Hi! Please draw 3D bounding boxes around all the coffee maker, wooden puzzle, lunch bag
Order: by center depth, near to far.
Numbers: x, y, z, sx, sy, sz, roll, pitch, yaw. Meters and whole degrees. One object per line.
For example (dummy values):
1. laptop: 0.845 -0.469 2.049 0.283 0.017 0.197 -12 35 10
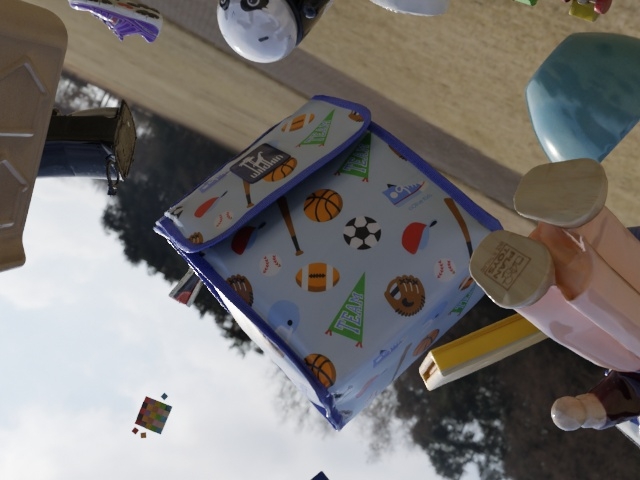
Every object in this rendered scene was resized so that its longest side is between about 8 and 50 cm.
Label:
1. wooden puzzle: -0.434 -0.122 0.881 0.080 0.348 0.322 14 -170 10
2. lunch bag: 0.000 0.000 1.036 0.385 0.327 0.239 45 166 25
3. coffee maker: -0.404 -0.153 1.216 0.178 0.120 0.171 -1 -151 3
4. wooden puzzle: -0.278 0.291 1.253 0.049 0.083 0.006 20 171 5

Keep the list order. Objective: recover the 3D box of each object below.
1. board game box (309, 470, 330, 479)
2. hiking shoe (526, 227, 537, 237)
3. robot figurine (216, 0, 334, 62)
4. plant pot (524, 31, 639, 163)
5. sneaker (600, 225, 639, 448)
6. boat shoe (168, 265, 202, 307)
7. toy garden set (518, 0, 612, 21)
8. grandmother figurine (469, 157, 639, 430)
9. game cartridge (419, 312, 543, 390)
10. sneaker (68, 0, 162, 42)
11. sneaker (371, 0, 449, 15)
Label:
1. board game box: 0.065 0.466 1.113 0.194 0.060 0.194 41 167 53
2. hiking shoe: 0.457 0.023 1.615 0.226 0.114 0.086 5 -177 36
3. robot figurine: -0.078 -0.464 1.431 0.173 0.278 0.209 38 151 -7
4. plant pot: 0.494 -0.267 1.387 0.195 0.290 0.290 42 -177 10
5. sneaker: 0.411 0.147 0.957 0.127 0.316 0.182 -2 158 -13
6. boat shoe: -0.207 0.045 1.267 0.043 0.137 0.049 28 180 0
7. toy garden set: 0.365 -0.424 1.071 0.203 0.244 0.049 33 175 35
8. grandmother figurine: 0.268 0.076 0.631 0.342 0.208 0.104 30 -167 -32
9. game cartridge: 0.329 0.159 1.279 0.285 0.323 0.053 78 166 -74
10. sneaker: -0.376 -0.403 1.370 0.169 0.071 0.068 18 -148 -12
11. sneaker: 0.139 -0.470 1.165 0.135 0.150 0.366 3 -141 -1
